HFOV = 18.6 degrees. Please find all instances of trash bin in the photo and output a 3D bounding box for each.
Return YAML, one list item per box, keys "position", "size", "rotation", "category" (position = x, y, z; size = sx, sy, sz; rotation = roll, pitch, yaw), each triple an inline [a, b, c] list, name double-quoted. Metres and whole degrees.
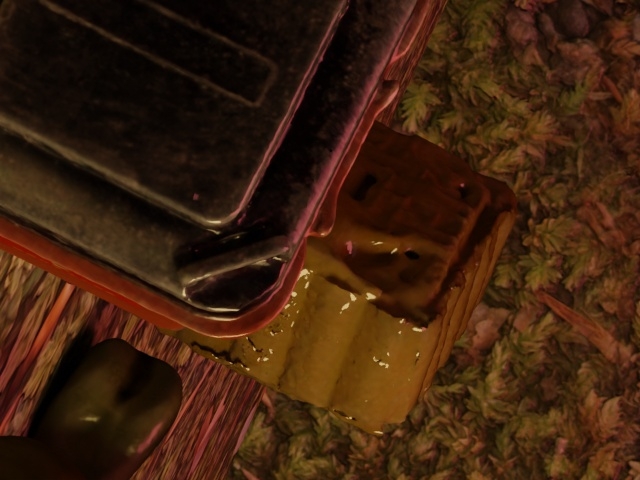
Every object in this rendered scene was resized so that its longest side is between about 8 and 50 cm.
- position: [-0.063, -0.061, 0.758]
  size: [0.184, 0.161, 0.238]
  rotation: [-64, -177, -11]
  category: "trash bin"

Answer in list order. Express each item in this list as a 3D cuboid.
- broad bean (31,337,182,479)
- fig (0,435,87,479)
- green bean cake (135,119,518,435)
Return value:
- position: [-0.160, 0.146, 1.291]
  size: [0.206, 0.072, 0.153]
  rotation: [-54, -178, 41]
  category: "broad bean"
- position: [-0.167, 0.178, 1.015]
  size: [0.136, 0.121, 0.153]
  rotation: [-52, 144, -49]
  category: "fig"
- position: [0.000, 0.000, 1.317]
  size: [0.229, 0.224, 0.131]
  rotation: [-53, 167, -55]
  category: "green bean cake"
